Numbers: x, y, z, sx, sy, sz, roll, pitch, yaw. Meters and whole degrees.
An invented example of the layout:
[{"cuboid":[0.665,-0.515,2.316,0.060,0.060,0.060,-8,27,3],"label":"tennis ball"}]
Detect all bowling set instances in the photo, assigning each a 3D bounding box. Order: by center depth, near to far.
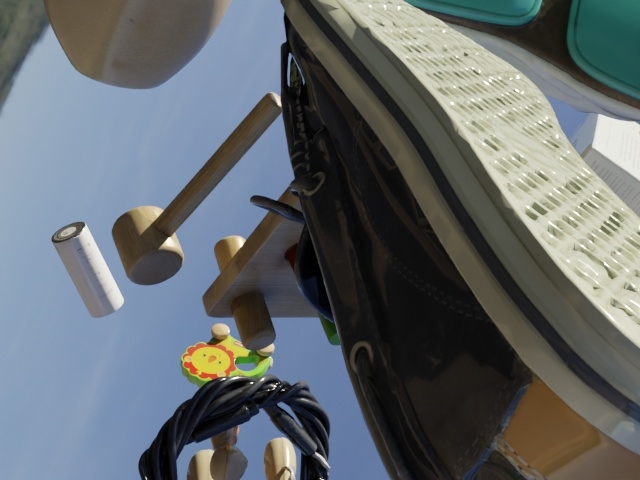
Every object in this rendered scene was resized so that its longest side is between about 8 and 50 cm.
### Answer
[{"cuboid":[-0.067,0.317,1.305,0.154,0.199,0.287,-100,-158,-53],"label":"bowling set"}]

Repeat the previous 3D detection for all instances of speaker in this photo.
[{"cuboid":[-0.335,0.044,1.635,0.055,0.136,0.055,-18,-153,9],"label":"speaker"}]

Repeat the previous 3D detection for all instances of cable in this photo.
[{"cuboid":[-0.062,0.184,0.928,0.047,0.184,0.151,6,-95,55],"label":"cable"}]

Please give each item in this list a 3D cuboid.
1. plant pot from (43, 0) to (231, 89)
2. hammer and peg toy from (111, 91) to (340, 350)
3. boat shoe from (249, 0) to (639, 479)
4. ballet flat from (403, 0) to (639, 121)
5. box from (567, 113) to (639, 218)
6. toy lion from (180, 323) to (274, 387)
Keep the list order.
[{"cuboid":[-0.270,-0.326,1.612,0.284,0.284,0.191,-113,-146,-61],"label":"plant pot"},{"cuboid":[0.000,0.000,1.118,0.266,0.361,0.127,-49,-129,40],"label":"hammer and peg toy"},{"cuboid":[0.057,-0.020,0.640,0.156,0.186,0.500,-57,-151,23],"label":"boat shoe"},{"cuboid":[0.194,-0.180,0.984,0.139,0.400,0.139,-163,-90,-89],"label":"ballet flat"},{"cuboid":[0.524,-0.030,1.776,0.168,0.345,0.215,-55,-179,32],"label":"box"},{"cuboid":[-0.118,0.150,1.397,0.096,0.100,0.034,-56,159,-50],"label":"toy lion"}]
